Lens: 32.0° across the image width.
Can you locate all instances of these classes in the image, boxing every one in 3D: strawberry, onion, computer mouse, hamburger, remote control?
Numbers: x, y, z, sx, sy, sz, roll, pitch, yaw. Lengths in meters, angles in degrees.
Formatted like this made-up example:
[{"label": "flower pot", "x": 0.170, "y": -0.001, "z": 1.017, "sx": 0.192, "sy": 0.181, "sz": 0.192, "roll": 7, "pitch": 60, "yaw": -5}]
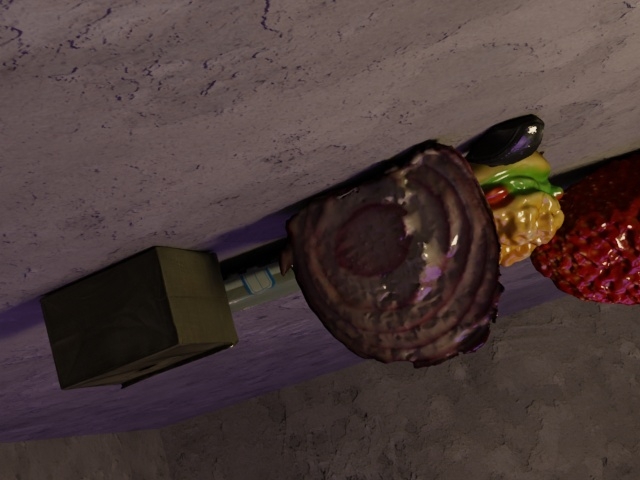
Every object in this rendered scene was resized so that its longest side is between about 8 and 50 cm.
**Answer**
[{"label": "strawberry", "x": 0.523, "y": -0.031, "z": 1.861, "sx": 0.343, "sy": 0.292, "sz": 0.292, "roll": 7, "pitch": 170, "yaw": 7}, {"label": "onion", "x": 0.119, "y": 0.030, "z": 1.537, "sx": 0.314, "sy": 0.280, "sz": 0.146, "roll": -22, "pitch": -179, "yaw": 26}, {"label": "computer mouse", "x": 0.249, "y": -0.123, "z": 1.492, "sx": 0.079, "sy": 0.047, "sz": 0.135, "roll": -6, "pitch": 166, "yaw": -34}, {"label": "hamburger", "x": 0.246, "y": -0.032, "z": 1.651, "sx": 0.237, "sy": 0.149, "sz": 0.237, "roll": -16, "pitch": 169, "yaw": -3}, {"label": "remote control", "x": -0.104, "y": 0.071, "z": 1.801, "sx": 0.335, "sy": 0.066, "sz": 0.128, "roll": -20, "pitch": -174, "yaw": 19}]

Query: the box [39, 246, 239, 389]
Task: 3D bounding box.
[{"label": "box", "x": -0.268, "y": 0.121, "z": 1.654, "sx": 0.231, "sy": 0.155, "sz": 0.149, "roll": -21, "pitch": 166, "yaw": 26}]
